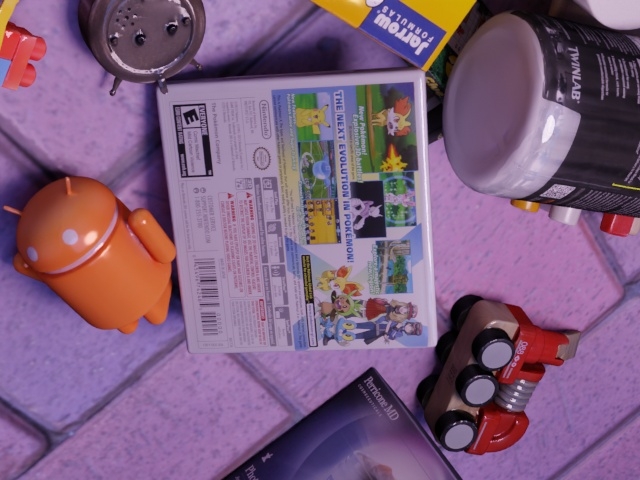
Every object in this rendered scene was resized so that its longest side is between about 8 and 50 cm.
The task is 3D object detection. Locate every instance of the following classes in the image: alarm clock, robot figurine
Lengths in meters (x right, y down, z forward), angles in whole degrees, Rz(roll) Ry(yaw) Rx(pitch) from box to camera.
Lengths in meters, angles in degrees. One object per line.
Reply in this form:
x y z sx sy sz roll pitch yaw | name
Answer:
-0.191 -0.248 1.208 0.129 0.064 0.192 -20 123 -14 | alarm clock
-0.257 0.016 1.299 0.128 0.158 0.219 -52 131 -18 | robot figurine

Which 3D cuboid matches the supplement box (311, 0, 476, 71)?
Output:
0.103 -0.392 1.173 0.194 0.195 0.356 24 107 -35 | supplement box

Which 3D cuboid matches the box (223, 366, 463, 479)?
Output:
0.054 0.384 1.577 0.294 0.296 0.183 -36 128 -2 | box

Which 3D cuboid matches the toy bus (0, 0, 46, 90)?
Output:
-0.358 -0.225 1.098 0.211 0.149 0.220 5 115 -43 | toy bus

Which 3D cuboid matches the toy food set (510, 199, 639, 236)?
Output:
0.377 -0.073 1.567 0.232 0.111 0.104 10 103 -29 | toy food set

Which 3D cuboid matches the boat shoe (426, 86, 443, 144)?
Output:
0.081 -0.122 1.380 0.228 0.081 0.069 -31 121 -24 | boat shoe

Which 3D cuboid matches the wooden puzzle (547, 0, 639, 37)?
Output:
0.411 -0.294 1.459 0.322 0.080 0.348 0 113 -29 | wooden puzzle

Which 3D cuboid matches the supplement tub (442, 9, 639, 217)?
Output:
0.328 -0.135 1.317 0.338 0.207 0.207 7 116 -26 | supplement tub

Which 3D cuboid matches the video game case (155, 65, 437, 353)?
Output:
-0.023 -0.028 1.315 0.300 0.036 0.329 -2 108 7 | video game case

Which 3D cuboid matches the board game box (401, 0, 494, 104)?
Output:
0.181 -0.216 1.386 0.259 0.030 0.136 40 66 -38 | board game box

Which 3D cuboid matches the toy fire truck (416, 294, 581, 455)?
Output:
0.287 0.198 1.685 0.246 0.158 0.217 12 114 -20 | toy fire truck

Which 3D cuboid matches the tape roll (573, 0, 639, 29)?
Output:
0.401 -0.402 1.210 0.392 0.072 0.392 -31 149 -21 | tape roll
